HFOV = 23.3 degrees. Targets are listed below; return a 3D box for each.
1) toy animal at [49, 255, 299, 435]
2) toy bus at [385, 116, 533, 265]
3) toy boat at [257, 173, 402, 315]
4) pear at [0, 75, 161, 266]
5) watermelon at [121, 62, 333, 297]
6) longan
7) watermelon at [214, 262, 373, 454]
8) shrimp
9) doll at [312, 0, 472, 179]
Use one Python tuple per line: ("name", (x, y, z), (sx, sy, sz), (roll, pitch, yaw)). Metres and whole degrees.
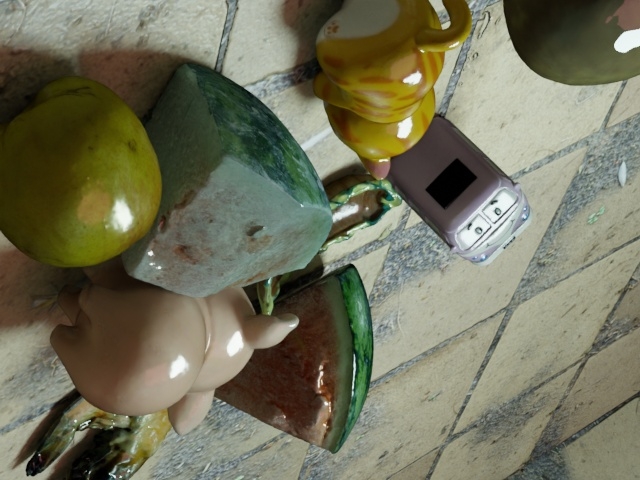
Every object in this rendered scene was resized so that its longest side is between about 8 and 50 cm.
("toy animal", (-0.201, 0.114, 1.967), (0.237, 0.269, 0.326), (-46, -164, 21))
("toy bus", (0.207, -0.071, 2.328), (0.142, 0.202, 0.142), (-44, 153, 2))
("toy boat", (-0.010, -0.005, 2.241), (0.293, 0.099, 0.108), (-39, 155, -27))
("pear", (-0.266, -0.068, 1.643), (0.200, 0.200, 0.200), (-34, 154, -19))
("watermelon", (-0.133, -0.046, 1.859), (0.258, 0.228, 0.387), (-39, 163, -3))
("longan", (0.393, -0.362, 2.049), (0.350, 0.288, 0.288), (-45, 156, 10))
("watermelon", (-0.032, 0.174, 2.347), (0.250, 0.292, 0.283), (3, 88, -61))
("shrimp", (-0.351, 0.316, 2.286), (0.365, 0.071, 0.233), (-47, 146, 9))
("doll", (0.077, -0.213, 1.965), (0.167, 0.162, 0.269), (-50, 169, -21))
